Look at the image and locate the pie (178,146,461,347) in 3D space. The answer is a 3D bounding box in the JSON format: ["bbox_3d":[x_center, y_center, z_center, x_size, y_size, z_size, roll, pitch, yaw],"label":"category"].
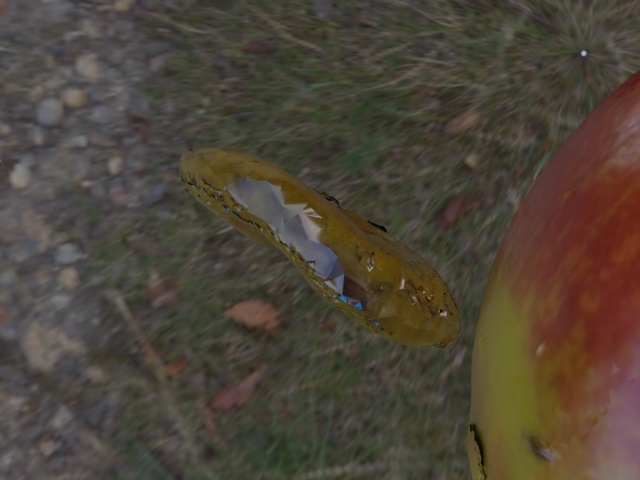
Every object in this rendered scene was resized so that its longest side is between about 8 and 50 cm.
[{"bbox_3d":[0.001,0.000,1.620,0.273,0.273,0.069,35,94,3],"label":"pie"}]

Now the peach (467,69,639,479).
[{"bbox_3d":[0.252,0.064,0.982,0.370,0.370,0.370,1,95,8],"label":"peach"}]
